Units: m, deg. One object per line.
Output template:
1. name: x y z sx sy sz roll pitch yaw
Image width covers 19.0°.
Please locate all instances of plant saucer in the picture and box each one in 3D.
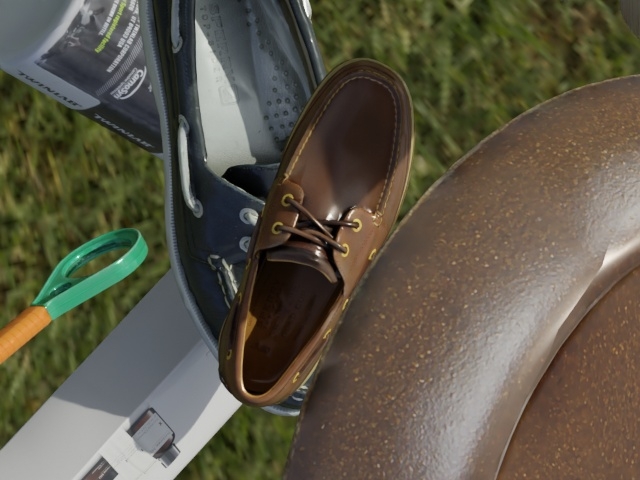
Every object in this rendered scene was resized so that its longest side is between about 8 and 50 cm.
1. plant saucer: 0.121 0.099 0.657 0.311 0.050 0.310 -8 104 -37

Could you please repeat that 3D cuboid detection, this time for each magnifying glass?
1. magnifying glass: -0.252 0.055 1.820 0.231 0.092 0.026 -45 120 -39

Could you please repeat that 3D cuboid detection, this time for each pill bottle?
1. pill bottle: -0.126 -0.137 1.477 0.246 0.130 0.130 30 104 -38

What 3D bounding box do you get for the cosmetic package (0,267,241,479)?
1. cosmetic package: -0.112 0.106 1.235 0.239 0.060 0.099 -48 151 -11

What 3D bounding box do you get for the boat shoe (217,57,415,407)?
1. boat shoe: -0.001 0.000 0.911 0.064 0.060 0.178 22 100 -2

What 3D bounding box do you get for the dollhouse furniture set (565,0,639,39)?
1. dollhouse furniture set: 0.195 -0.161 0.818 0.212 0.242 0.161 -49 149 -20

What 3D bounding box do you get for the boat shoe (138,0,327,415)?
1. boat shoe: -0.038 -0.043 1.122 0.114 0.091 0.302 -19 92 -20
